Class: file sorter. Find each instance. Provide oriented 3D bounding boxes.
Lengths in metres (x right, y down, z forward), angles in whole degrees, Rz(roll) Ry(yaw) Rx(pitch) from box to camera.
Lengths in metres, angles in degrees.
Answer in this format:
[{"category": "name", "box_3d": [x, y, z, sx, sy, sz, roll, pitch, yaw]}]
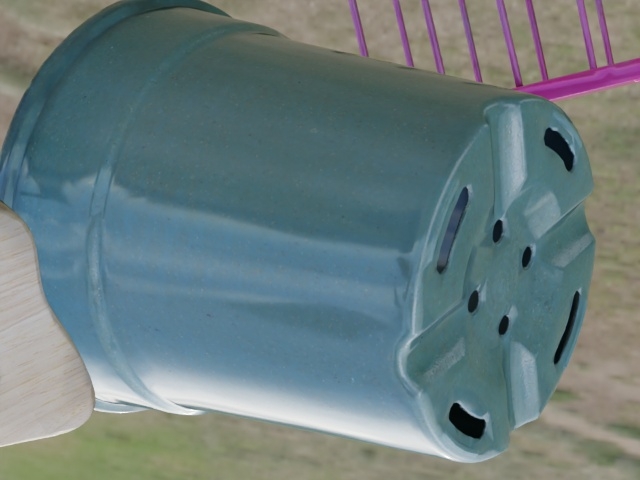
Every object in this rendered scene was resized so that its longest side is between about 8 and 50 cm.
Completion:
[{"category": "file sorter", "box_3d": [0.188, -0.216, 1.322, 0.291, 0.182, 0.202, -12, -178, 18]}]

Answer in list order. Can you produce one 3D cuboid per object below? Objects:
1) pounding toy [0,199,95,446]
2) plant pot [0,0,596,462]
[{"category": "pounding toy", "box_3d": [-0.184, 0.074, 0.402, 0.270, 0.154, 0.155, -16, -146, -36]}, {"category": "plant pot", "box_3d": [0.000, 0.000, 1.021, 0.334, 0.341, 0.341, 12, 165, 34]}]
